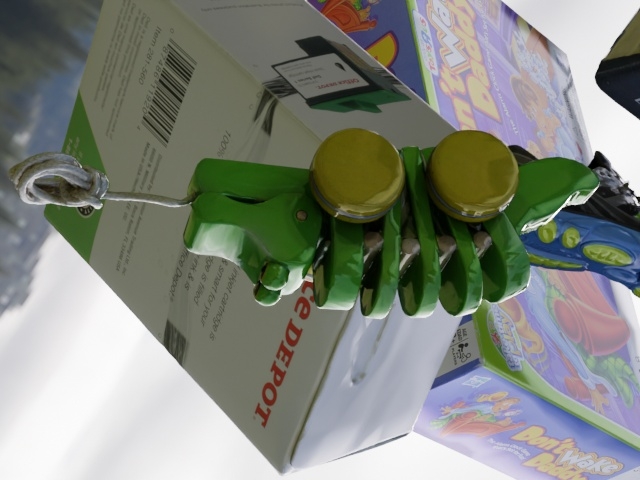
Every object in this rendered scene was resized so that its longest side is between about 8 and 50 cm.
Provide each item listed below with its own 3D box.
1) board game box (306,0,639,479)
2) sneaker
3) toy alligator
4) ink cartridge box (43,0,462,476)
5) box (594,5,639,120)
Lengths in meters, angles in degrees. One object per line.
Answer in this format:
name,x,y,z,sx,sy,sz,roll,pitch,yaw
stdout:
board game box,0.107,-0.019,1.199,0.078,0.233,0.347,-28,-126,28
sneaker,0.182,-0.012,1.090,0.067,0.188,0.078,134,-32,-52
toy alligator,0.000,0.000,0.566,0.056,0.190,0.051,119,-33,-60
ink cartridge box,-0.027,-0.019,0.885,0.093,0.219,0.160,-11,134,-42
box,0.348,-0.086,0.828,0.212,0.293,0.395,-55,-172,-5
